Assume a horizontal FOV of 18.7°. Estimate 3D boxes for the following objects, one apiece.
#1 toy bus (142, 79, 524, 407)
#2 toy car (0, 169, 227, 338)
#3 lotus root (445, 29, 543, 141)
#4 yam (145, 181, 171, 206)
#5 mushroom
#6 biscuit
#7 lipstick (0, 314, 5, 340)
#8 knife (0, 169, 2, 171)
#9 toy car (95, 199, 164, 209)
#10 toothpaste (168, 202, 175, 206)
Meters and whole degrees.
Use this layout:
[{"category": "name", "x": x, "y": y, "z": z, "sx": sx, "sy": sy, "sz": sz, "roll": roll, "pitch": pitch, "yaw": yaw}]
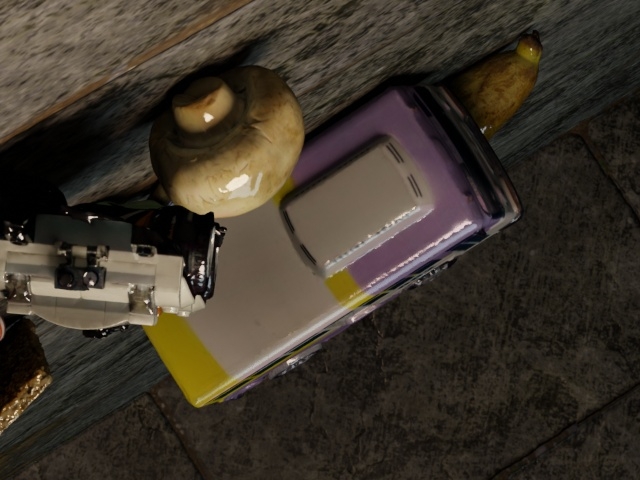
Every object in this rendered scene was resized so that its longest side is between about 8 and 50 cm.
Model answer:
[{"category": "toy bus", "x": 0.000, "y": 0.000, "z": 2.296, "sx": 0.440, "sy": 0.209, "sz": 0.249, "roll": -32, "pitch": 173, "yaw": 12}, {"category": "toy car", "x": -0.173, "y": 0.020, "z": 1.576, "sx": 0.193, "sy": 0.118, "sz": 0.301, "roll": 5, "pitch": 174, "yaw": -1}, {"category": "lotus root", "x": 0.217, "y": -0.187, "z": 2.481, "sx": 0.190, "sy": 0.094, "sz": 0.108, "roll": -37, "pitch": -151, "yaw": -3}, {"category": "yam", "x": -0.126, "y": -0.073, "z": 1.889, "sx": 0.027, "sy": 0.029, "sz": 0.234, "roll": 13, "pitch": 155, "yaw": -18}, {"category": "mushroom", "x": -0.079, "y": -0.085, "z": 1.643, "sx": 0.148, "sy": 0.112, "sz": 0.148, "roll": -20, "pitch": -150, "yaw": 12}, {"category": "biscuit", "x": -0.351, "y": 0.156, "z": 2.116, "sx": 0.131, "sy": 0.025, "sz": 0.231, "roll": -47, "pitch": -161, "yaw": -1}, {"category": "lipstick", "x": -0.374, "y": 0.102, "z": 1.974, "sx": 0.038, "sy": 0.038, "sz": 0.130, "roll": -36, "pitch": 173, "yaw": 31}, {"category": "knife", "x": -0.317, "y": -0.009, "z": 1.505, "sx": 0.170, "sy": 0.010, "sz": 0.023, "roll": -33, "pitch": 174, "yaw": -15}, {"category": "toy car", "x": -0.203, "y": 0.007, "z": 1.864, "sx": 0.224, "sy": 0.090, "sz": 0.076, "roll": -24, "pitch": 141, "yaw": -46}, {"category": "toothpaste", "x": -0.160, "y": -0.041, "z": 2.023, "sx": 0.037, "sy": 0.021, "sz": 0.140, "roll": -34, "pitch": 173, "yaw": -40}]
